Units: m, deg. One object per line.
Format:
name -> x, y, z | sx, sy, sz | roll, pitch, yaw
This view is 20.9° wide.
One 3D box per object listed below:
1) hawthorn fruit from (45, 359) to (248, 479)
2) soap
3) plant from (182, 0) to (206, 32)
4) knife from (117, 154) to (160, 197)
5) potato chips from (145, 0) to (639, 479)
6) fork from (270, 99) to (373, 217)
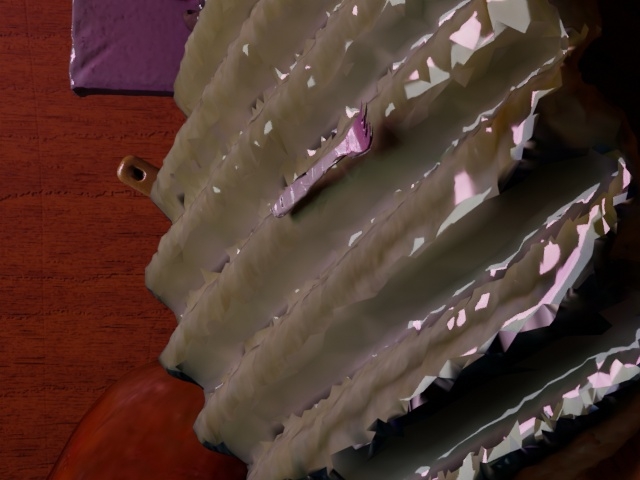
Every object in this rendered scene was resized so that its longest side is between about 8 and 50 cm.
hawthorn fruit -> -0.037, 0.205, 1.056 | 0.325, 0.308, 0.308 | -38, -47, -66
soap -> -0.082, -0.267, 1.590 | 0.107, 0.296, 0.285 | -149, 59, -84
plant -> 0.003, -0.161, 1.294 | 0.181, 0.194, 0.321 | 98, 164, -50
knife -> -0.033, -0.003, 1.275 | 0.046, 0.256, 0.022 | -62, -5, 2
potato chips -> 0.014, -0.033, 0.815 | 0.429, 0.070, 0.358 | -44, 54, 54
fork -> 0.002, -0.033, 0.756 | 0.115, 0.012, 0.016 | 135, 131, -59
